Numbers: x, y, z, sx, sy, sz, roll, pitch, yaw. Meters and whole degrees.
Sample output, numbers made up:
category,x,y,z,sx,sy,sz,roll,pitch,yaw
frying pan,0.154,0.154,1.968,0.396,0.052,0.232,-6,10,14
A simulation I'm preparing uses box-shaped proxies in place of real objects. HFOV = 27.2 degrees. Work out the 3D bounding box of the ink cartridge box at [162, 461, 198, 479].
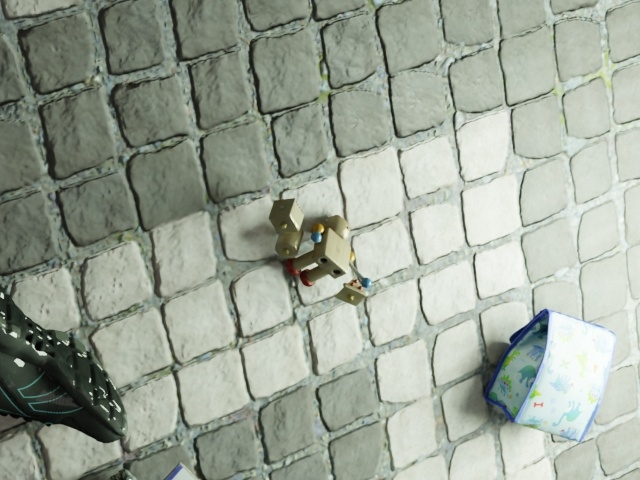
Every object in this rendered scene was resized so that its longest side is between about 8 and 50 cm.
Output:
category,x,y,z,sx,sy,sz,roll,pitch,yaw
ink cartridge box,-0.139,0.447,1.390,0.307,0.072,0.303,44,52,1

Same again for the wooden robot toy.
category,x,y,z,sx,sy,sz,roll,pitch,yaw
wooden robot toy,0.000,0.000,1.523,0.173,0.076,0.079,43,45,-32

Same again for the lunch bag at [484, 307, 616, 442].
category,x,y,z,sx,sy,sz,roll,pitch,yaw
lunch bag,0.305,0.169,1.718,0.128,0.096,0.151,18,103,-33

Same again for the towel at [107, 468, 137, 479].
category,x,y,z,sx,sy,sz,roll,pitch,yaw
towel,-0.220,0.472,1.446,0.312,0.056,0.324,59,43,-30

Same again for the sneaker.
category,x,y,z,sx,sy,sz,roll,pitch,yaw
sneaker,-0.309,0.136,1.359,0.106,0.101,0.267,-40,123,9
